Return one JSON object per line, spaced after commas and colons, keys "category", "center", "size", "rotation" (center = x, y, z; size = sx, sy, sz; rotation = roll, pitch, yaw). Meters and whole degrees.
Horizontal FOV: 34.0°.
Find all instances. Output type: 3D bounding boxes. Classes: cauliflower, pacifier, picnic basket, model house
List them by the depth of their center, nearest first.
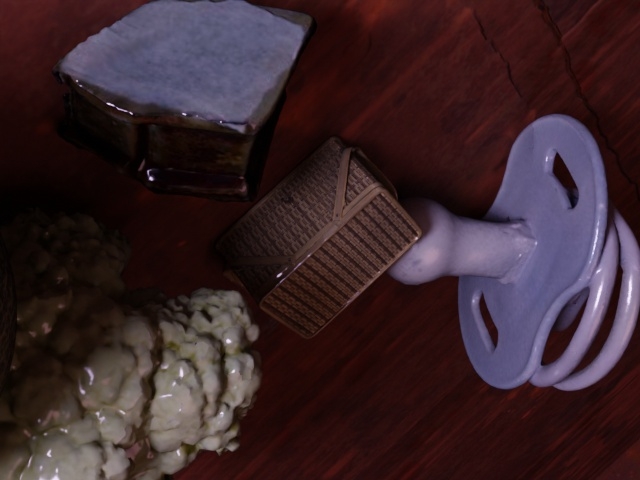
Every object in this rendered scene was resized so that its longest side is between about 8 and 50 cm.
{"category": "model house", "center": [-0.097, -0.084, 0.733], "size": [0.165, 0.106, 0.152], "rotation": [8, 146, -7]}
{"category": "cauliflower", "center": [-0.184, 0.138, 0.741], "size": [0.327, 0.260, 0.281], "rotation": [-21, 144, 7]}
{"category": "picnic basket", "center": [0.000, 0.000, 0.933], "size": [0.164, 0.079, 0.115], "rotation": [-43, 148, 3]}
{"category": "pacifier", "center": [0.165, 0.017, 1.037], "size": [0.233, 0.244, 0.299], "rotation": [9, 128, -14]}

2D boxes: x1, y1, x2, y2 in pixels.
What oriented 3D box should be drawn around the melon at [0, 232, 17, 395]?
{"category": "melon", "center": [-0.302, 0.059, 0.526], "size": [0.329, 0.248, 0.249], "rotation": [-39, 151, 25]}
